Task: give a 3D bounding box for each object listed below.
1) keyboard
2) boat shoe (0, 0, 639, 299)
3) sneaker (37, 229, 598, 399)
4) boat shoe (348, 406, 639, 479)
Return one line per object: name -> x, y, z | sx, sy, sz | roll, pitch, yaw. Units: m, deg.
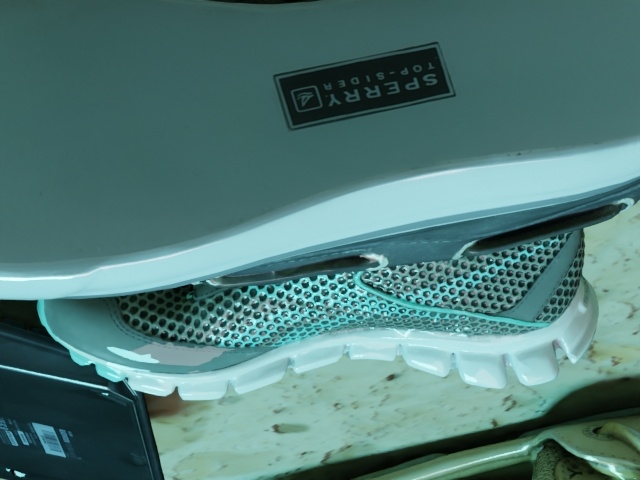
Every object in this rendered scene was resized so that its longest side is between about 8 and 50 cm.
keyboard -> -0.107, 0.056, 0.665 | 0.108, 0.023, 0.180 | 11, 160, 3
boat shoe -> -0.014, -0.021, 0.488 | 0.229, 0.080, 0.076 | -12, 155, -7
sneaker -> 0.000, 0.000, 0.567 | 0.167, 0.065, 0.076 | -4, 135, -5
boat shoe -> 0.125, 0.129, 0.786 | 0.341, 0.121, 0.110 | -17, 154, 25
